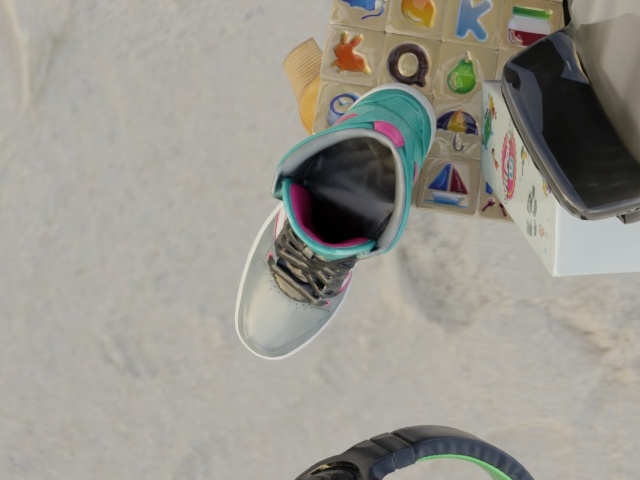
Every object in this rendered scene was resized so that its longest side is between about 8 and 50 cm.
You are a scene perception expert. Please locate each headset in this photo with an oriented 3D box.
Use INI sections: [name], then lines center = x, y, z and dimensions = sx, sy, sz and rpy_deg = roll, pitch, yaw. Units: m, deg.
[headset]
center = 0.035, 0.315, 1.341
dimensions = 0.394, 0.185, 0.243
rpy_deg = -23, 107, -19

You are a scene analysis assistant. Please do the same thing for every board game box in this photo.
[board game box]
center = 0.270, -0.065, 1.333
dimensions = 0.224, 0.303, 0.097
rpy_deg = -2, 108, -4

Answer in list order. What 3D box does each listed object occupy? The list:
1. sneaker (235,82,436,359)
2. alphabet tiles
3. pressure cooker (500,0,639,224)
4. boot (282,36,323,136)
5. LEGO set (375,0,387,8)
[sneaker]
center = 0.000, 0.000, 1.429
dimensions = 0.124, 0.178, 0.295
rpy_deg = 31, 106, 4
[alphabet tiles]
center = 0.148, -0.193, 1.584
dimensions = 0.285, 0.011, 0.342
rpy_deg = 8, 82, 3
[pressure cooker]
center = 0.299, -0.154, 0.705
dimensions = 0.370, 0.420, 0.375
rpy_deg = 18, 71, 8
[boot]
center = 0.107, -0.209, 1.900
dimensions = 0.295, 0.104, 0.211
rpy_deg = -35, 54, 6
[LEGO set]
center = 0.031, -0.131, 0.731
dimensions = 0.023, 0.083, 0.054
rpy_deg = -43, 122, -48
